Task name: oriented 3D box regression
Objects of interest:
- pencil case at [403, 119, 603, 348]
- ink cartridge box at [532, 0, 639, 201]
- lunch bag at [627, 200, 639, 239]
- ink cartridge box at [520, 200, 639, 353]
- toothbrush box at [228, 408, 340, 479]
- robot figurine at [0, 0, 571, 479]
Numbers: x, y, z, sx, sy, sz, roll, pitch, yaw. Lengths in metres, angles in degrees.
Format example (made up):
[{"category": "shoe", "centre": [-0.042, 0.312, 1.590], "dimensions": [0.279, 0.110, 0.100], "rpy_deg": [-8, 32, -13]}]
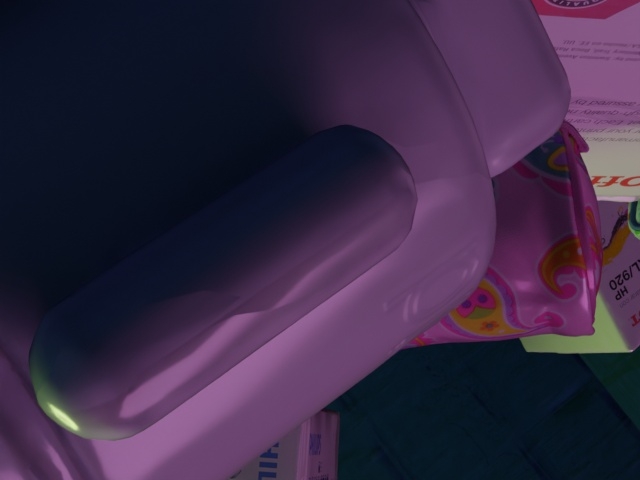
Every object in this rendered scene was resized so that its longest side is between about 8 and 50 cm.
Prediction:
[{"category": "pencil case", "centre": [0.001, 0.005, 0.788], "dimensions": [0.284, 0.124, 0.124], "rpy_deg": [-7, 176, 11]}, {"category": "ink cartridge box", "centre": [0.137, -0.126, 0.790], "dimensions": [0.207, 0.117, 0.283], "rpy_deg": [0, 159, -15]}, {"category": "lunch bag", "centre": [0.309, -0.116, 0.974], "dimensions": [0.243, 0.115, 0.303], "rpy_deg": [-38, -156, 47]}, {"category": "ink cartridge box", "centre": [0.270, -0.023, 1.569], "dimensions": [0.171, 0.233, 0.168], "rpy_deg": [-34, -167, -26]}, {"category": "toothbrush box", "centre": [-0.139, 0.132, 0.770], "dimensions": [0.283, 0.122, 0.206], "rpy_deg": [2, 172, 5]}, {"category": "robot figurine", "centre": [-0.080, -0.003, 0.547], "dimensions": [0.353, 0.200, 0.300], "rpy_deg": [-35, -164, -16]}]
